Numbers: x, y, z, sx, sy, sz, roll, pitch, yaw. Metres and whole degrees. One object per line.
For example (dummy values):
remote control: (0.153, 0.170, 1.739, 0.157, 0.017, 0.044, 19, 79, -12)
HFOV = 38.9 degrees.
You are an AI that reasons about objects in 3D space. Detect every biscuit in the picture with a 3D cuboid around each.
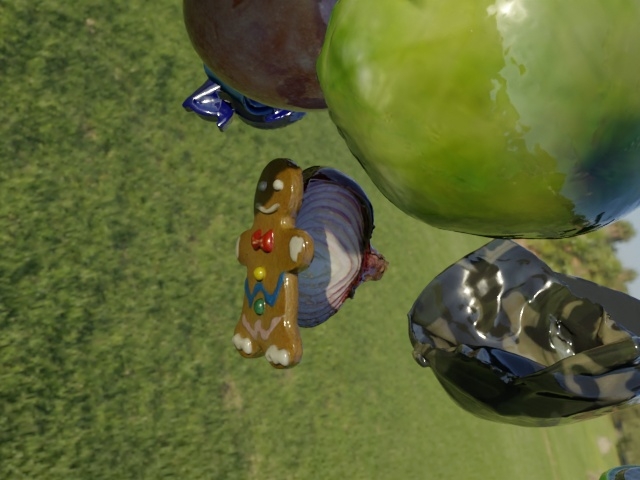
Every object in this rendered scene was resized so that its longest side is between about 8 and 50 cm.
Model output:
biscuit: (-0.051, 0.019, 0.898, 0.031, 0.138, 0.205, 7, 90, -31)

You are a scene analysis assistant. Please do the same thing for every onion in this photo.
onion: (0.000, 0.000, 1.073, 0.098, 0.151, 0.206, -114, -141, -55)

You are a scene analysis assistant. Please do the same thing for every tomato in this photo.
tomato: (0.004, -0.249, 0.885, 0.227, 0.270, 0.270, 34, 21, -2)

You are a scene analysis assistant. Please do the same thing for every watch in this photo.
watch: (-0.099, -0.274, 1.401, 0.196, 0.171, 0.200, -50, 162, -21)

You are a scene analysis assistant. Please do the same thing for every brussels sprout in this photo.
brussels sprout: (0.083, -0.065, 0.368, 0.122, 0.151, 0.149, 60, -5, 46)

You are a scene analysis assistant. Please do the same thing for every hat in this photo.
hat: (0.315, 0.160, 1.034, 0.381, 0.257, 0.366, 43, 9, -14)

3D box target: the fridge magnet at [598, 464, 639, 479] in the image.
fridge magnet: (0.383, 0.312, 1.002, 0.208, 0.207, 0.088, -23, 121, -75)
